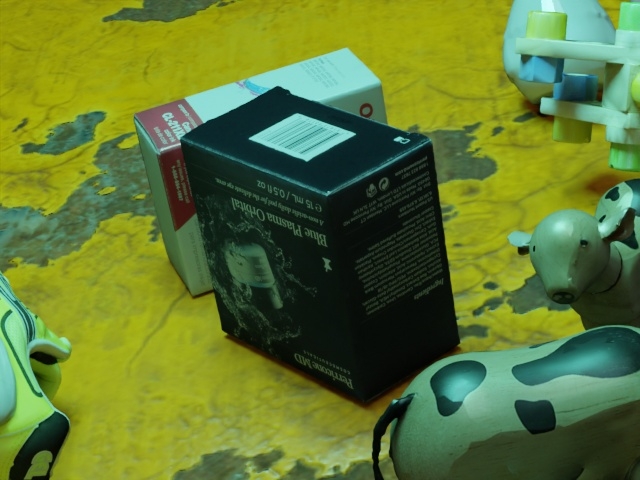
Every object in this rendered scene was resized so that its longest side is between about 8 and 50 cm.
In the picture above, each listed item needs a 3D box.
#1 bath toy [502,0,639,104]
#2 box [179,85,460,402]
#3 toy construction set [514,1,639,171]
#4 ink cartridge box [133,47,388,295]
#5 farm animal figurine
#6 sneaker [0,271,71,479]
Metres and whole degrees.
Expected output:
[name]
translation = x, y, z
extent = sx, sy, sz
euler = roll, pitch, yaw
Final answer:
[bath toy]
translation = 0.315, -0.202, 1.443
extent = 0.348, 0.129, 0.151
euler = -11, -5, -1
[box]
translation = 0.000, 0.000, 1.164
extent = 0.093, 0.158, 0.156
euler = -30, 34, -31
[toy construction set]
translation = 0.313, -0.090, 1.221
extent = 0.215, 0.151, 0.328
euler = -4, 26, -43
[ink cartridge box]
translation = -0.036, -0.053, 1.300
extent = 0.175, 0.127, 0.072
euler = -19, 31, -13
[farm animal figurine]
translation = 0.173, 0.073, 0.954
extent = 0.327, 0.172, 0.330
euler = -23, 30, -15
[sneaker]
translation = -0.253, 0.076, 1.184
extent = 0.147, 0.145, 0.384
euler = 21, 16, -16
